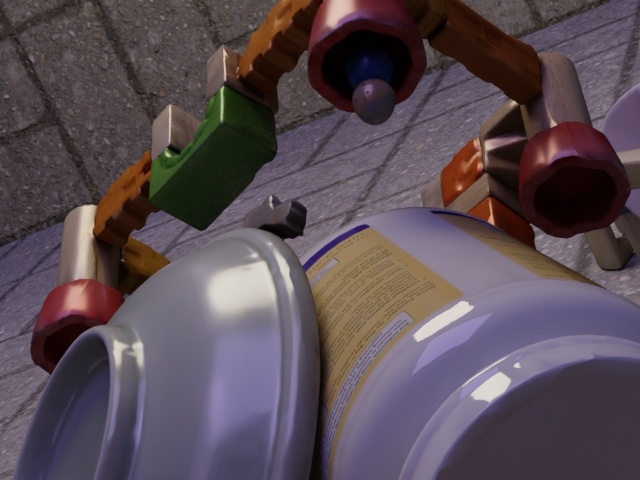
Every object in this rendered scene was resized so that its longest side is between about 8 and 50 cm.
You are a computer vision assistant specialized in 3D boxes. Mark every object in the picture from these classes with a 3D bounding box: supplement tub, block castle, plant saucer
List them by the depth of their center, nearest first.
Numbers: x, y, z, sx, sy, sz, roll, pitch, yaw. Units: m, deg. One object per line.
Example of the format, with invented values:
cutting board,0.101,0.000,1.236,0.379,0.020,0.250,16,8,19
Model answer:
supplement tub,0.101,0.122,0.958,0.241,0.241,0.331,-28,18,-8
plant saucer,-0.136,0.171,1.018,0.400,0.100,0.400,-50,29,42
block castle,0.000,0.000,1.246,0.453,0.303,0.213,-43,33,31

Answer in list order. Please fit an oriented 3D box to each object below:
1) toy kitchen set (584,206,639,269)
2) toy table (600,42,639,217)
toy kitchen set,0.358,-0.074,1.495,0.207,0.122,0.166,-15,17,37
toy table,0.331,-0.062,1.297,0.274,0.252,0.161,-9,9,43
